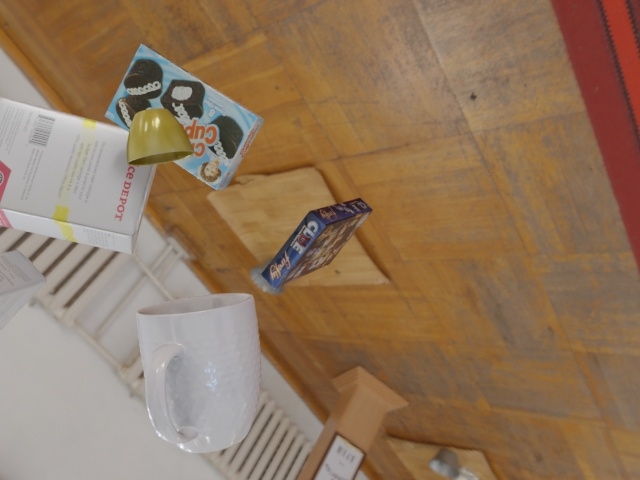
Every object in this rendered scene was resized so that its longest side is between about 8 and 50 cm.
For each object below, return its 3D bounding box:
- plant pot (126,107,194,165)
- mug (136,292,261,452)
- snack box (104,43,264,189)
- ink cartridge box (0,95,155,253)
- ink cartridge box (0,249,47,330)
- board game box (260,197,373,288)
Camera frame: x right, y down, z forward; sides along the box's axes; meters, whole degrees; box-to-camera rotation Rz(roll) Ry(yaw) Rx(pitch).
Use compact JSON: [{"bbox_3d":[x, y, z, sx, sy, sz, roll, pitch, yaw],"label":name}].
[{"bbox_3d":[-0.330,-0.211,1.192,0.134,0.134,0.095,-9,92,46],"label":"plant pot"},{"bbox_3d":[-0.285,0.313,1.347,0.276,0.374,0.328,-6,93,13],"label":"mug"},{"bbox_3d":[-0.308,-0.276,1.333,0.321,0.187,0.060,33,-169,8],"label":"snack box"},{"bbox_3d":[-0.617,-0.151,1.456,0.384,0.279,0.160,14,158,-13],"label":"ink cartridge box"},{"bbox_3d":[-0.656,0.167,0.944,0.091,0.308,0.385,45,-176,0],"label":"ink cartridge box"},{"bbox_3d":[0.000,0.000,1.162,0.042,0.243,0.165,44,115,12],"label":"board game box"}]
